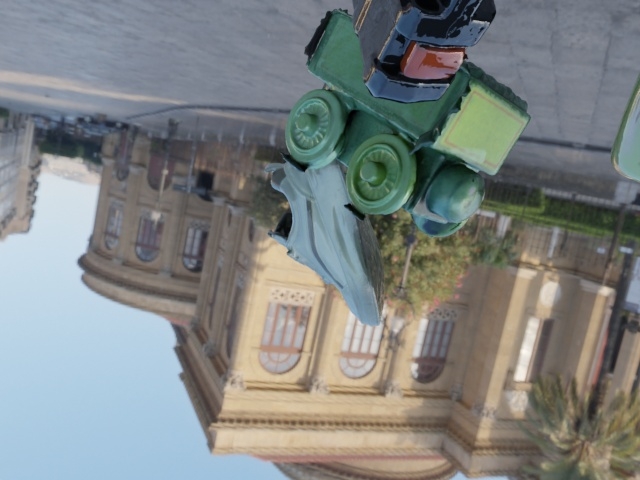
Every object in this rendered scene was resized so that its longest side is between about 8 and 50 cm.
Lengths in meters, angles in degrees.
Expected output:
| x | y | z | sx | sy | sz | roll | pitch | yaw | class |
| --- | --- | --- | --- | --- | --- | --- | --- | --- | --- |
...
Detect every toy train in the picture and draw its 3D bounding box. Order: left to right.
| x | y | z | sx | sy | sz | roll | pitch | yaw | class |
| --- | --- | --- | --- | --- | --- | --- | --- | --- | --- |
| 0.083 | -0.127 | 0.656 | 0.159 | 0.188 | 0.272 | 12 | -158 | -45 | toy train |

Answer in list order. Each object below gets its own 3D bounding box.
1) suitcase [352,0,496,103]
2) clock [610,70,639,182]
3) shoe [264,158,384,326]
| x | y | z | sx | sy | sz | roll | pitch | yaw | class |
| --- | --- | --- | --- | --- | --- | --- | --- | --- | --- |
| 0.084 | -0.244 | 0.359 | 0.066 | 0.206 | 0.285 | 0 | 155 | -17 | suitcase |
| 0.337 | -0.186 | 0.467 | 0.096 | 0.235 | 0.308 | 25 | -137 | 25 | clock |
| 0.000 | 0.000 | 0.912 | 0.159 | 0.316 | 0.124 | -8 | -157 | 14 | shoe |
